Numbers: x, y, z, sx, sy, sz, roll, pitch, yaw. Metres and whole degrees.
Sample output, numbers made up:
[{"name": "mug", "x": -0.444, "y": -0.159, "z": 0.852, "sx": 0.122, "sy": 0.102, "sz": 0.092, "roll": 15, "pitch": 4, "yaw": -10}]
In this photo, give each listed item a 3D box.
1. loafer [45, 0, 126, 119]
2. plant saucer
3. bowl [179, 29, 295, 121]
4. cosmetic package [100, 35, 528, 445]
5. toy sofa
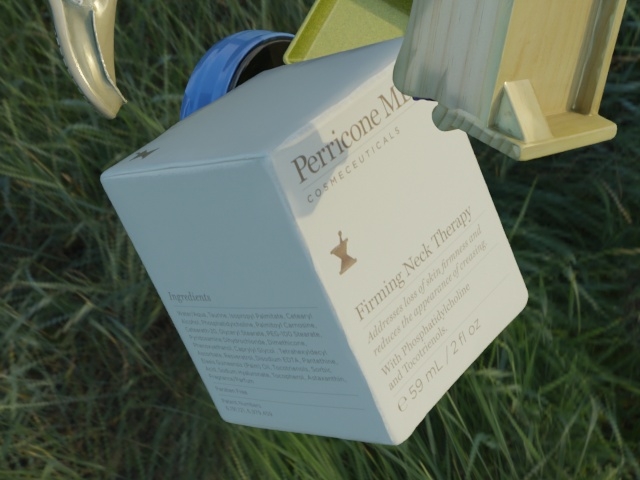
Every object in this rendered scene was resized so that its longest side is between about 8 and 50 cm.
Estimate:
[{"name": "loafer", "x": -0.300, "y": -0.289, "z": 1.364, "sx": 0.092, "sy": 0.102, "sz": 0.268, "roll": -20, "pitch": 100, "yaw": -5}, {"name": "plant saucer", "x": 0.068, "y": -0.287, "z": 1.528, "sx": 0.188, "sy": 0.045, "sz": 0.188, "roll": 30, "pitch": 84, "yaw": -3}, {"name": "bowl", "x": -0.063, "y": -0.144, "z": 1.692, "sx": 0.077, "sy": 0.391, "sz": 0.391, "roll": -4, "pitch": 66, "yaw": 38}, {"name": "cosmetic package", "x": 0.000, "y": 0.000, "z": 1.363, "sx": 0.327, "sy": 0.393, "sz": 0.329, "roll": -2, "pitch": 30, "yaw": 46}, {"name": "toy sofa", "x": 0.200, "y": -0.270, "z": 0.960, "sx": 0.150, "sy": 0.362, "sz": 0.177, "roll": -16, "pitch": 36, "yaw": -37}]
